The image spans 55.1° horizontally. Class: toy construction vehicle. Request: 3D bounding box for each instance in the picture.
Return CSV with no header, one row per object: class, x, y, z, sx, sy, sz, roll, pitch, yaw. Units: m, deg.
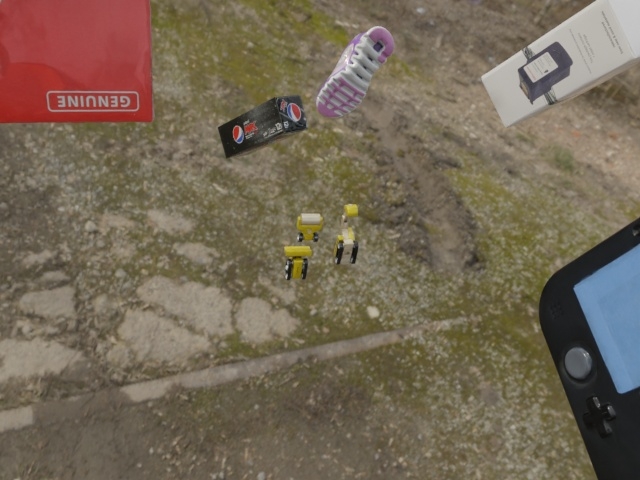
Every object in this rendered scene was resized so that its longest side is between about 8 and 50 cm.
toy construction vehicle,0.000,0.000,0.724,0.085,0.098,0.035,-3,42,-11

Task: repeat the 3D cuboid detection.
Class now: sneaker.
sneaker,0.069,-0.391,1.426,0.095,0.236,0.104,35,6,-32

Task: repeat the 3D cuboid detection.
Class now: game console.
game console,0.408,0.124,0.642,0.060,0.386,0.342,6,58,-23

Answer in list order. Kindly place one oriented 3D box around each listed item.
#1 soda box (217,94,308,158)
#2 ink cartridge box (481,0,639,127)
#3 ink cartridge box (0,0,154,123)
soda box,-0.096,-0.183,0.995,0.053,0.168,0.060,-17,94,-42
ink cartridge box,0.399,-0.282,0.950,0.171,0.237,0.100,-25,89,-33
ink cartridge box,-0.237,-0.182,0.334,0.296,0.261,0.066,-5,27,-21
